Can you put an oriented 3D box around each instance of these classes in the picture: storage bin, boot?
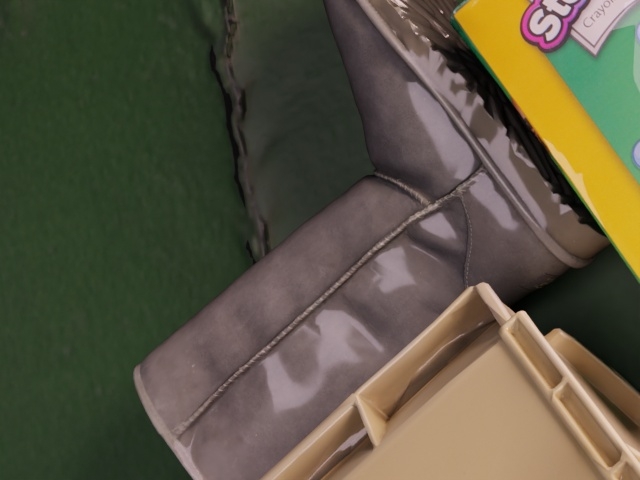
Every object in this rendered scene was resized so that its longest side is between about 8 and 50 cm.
[{"bbox_3d":[0.045,0.192,0.451,0.262,0.123,0.260,-44,40,11],"label":"storage bin"},{"bbox_3d":[-0.002,-0.001,0.587,0.208,0.076,0.190,-42,69,28],"label":"boot"}]

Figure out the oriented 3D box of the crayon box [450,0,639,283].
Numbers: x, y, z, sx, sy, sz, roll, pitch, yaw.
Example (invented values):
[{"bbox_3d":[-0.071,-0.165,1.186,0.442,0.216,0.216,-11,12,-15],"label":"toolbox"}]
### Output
[{"bbox_3d":[0.203,-0.096,0.467,0.278,0.081,0.165,-39,72,22],"label":"crayon box"}]
